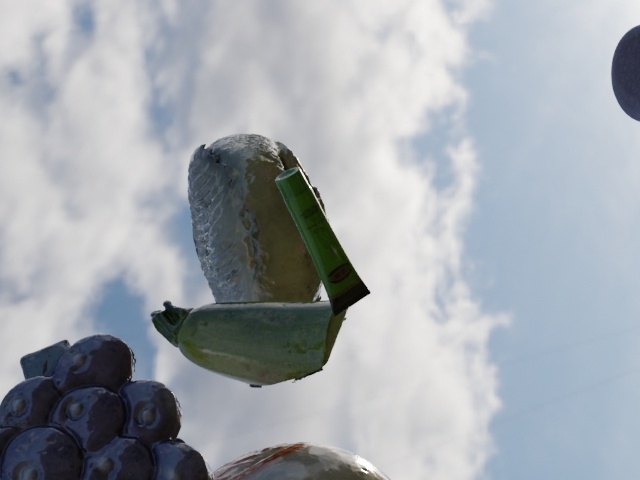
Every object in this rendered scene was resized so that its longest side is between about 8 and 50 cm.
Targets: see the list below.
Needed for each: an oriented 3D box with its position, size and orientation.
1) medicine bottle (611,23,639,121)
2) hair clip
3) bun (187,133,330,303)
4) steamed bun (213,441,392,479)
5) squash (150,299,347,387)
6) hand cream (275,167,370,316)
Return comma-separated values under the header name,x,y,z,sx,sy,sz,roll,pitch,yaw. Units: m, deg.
name,x,y,z,sx,sy,sz,roll,pitch,yaw
medicine bottle,0.309,-0.123,0.891,0.213,0.122,0.121,-8,-81,-28
hair clip,-0.117,0.131,0.638,0.124,0.195,0.052,-22,-40,-14
bun,-0.062,-0.006,1.436,0.141,0.239,0.239,-15,-71,-16
steamed bun,-0.040,0.246,1.040,0.232,0.232,0.145,-7,-108,-62
squash,-0.068,0.090,1.136,0.075,0.200,0.090,63,-142,-43
hand cream,0.000,0.000,0.995,0.036,0.023,0.122,-33,-71,-18
